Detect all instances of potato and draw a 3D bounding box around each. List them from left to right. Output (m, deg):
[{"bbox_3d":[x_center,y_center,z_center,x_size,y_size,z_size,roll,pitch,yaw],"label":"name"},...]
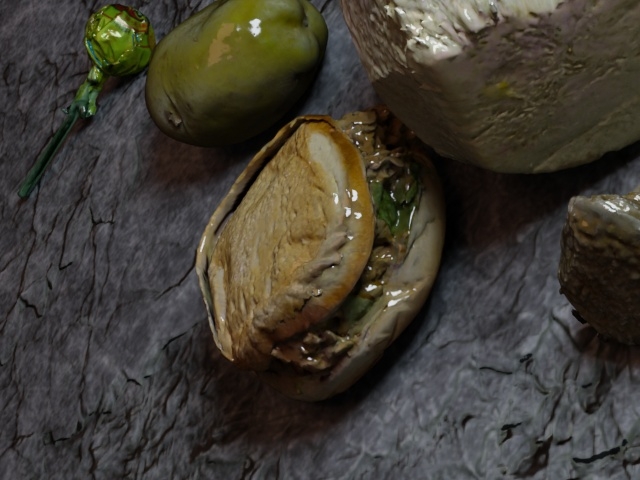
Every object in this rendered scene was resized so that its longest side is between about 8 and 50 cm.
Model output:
[{"bbox_3d":[-0.088,-0.179,1.693,0.200,0.137,0.154,-21,51,36],"label":"potato"}]

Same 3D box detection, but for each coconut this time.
[{"bbox_3d":[0.156,-0.239,1.382,0.297,0.297,0.309,-36,47,24],"label":"coconut"}]

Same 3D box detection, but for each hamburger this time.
[{"bbox_3d":[0.000,0.000,1.495,0.243,0.146,0.286,8,78,53],"label":"hamburger"}]

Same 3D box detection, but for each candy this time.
[{"bbox_3d":[-0.279,-0.156,1.933,0.077,0.073,0.262,40,104,22],"label":"candy"}]

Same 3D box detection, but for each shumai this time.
[{"bbox_3d":[0.252,0.003,1.272,0.145,0.145,0.116,-3,40,44],"label":"shumai"}]
